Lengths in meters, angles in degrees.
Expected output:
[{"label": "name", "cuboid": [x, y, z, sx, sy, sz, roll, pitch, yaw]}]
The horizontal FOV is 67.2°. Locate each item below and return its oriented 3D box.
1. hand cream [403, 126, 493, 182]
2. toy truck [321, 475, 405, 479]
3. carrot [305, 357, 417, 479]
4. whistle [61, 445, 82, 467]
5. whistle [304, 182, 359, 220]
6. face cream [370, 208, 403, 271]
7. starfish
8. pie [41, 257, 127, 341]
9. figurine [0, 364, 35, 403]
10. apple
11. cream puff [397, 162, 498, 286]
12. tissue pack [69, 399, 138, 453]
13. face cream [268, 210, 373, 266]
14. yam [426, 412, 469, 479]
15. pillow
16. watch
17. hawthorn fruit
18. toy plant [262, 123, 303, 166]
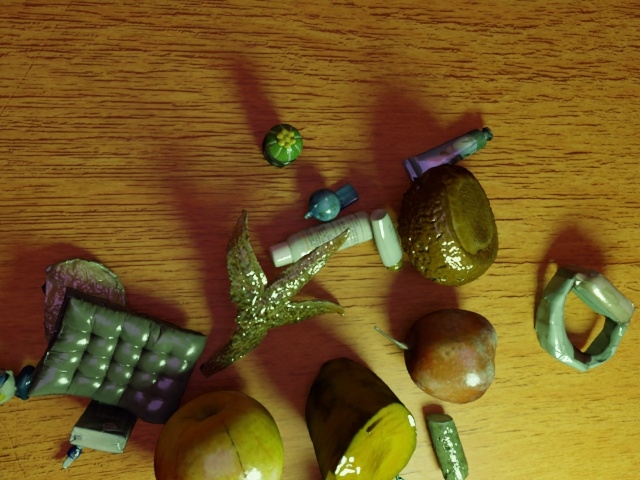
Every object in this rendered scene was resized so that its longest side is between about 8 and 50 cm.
[{"label": "hand cream", "cuboid": [0.353, -0.234, 1.314, 0.255, 0.055, 0.088, -28, 90, -4]}, {"label": "toy truck", "cuboid": [0.063, 0.703, 1.177, 0.363, 0.176, 0.178, -45, 109, -10]}, {"label": "carrot", "cuboid": [0.094, 0.445, 1.123, 0.241, 0.340, 0.242, -3, 104, -13]}, {"label": "whistle", "cuboid": [-0.569, 0.491, 1.123, 0.033, 0.029, 0.083, 41, 74, -24]}, {"label": "whistle", "cuboid": [0.026, -0.100, 1.219, 0.157, 0.090, 0.090, -33, 95, -10]}, {"label": "face cream", "cuboid": [0.169, 0.002, 1.223, 0.072, 0.051, 0.182, -55, 137, -32]}, {"label": "starfish", "cuboid": [-0.116, 0.129, 1.126, 0.383, 0.132, 0.399, -15, 117, -19]}, {"label": "pie", "cuboid": [-0.548, 0.149, 1.120, 0.184, 0.052, 0.219, 1, 88, -11]}, {"label": "figurine", "cuboid": [-0.780, 0.380, 1.039, 0.338, 0.204, 0.284, -39, 89, -22]}, {"label": "apple", "cuboid": [-0.223, 0.470, 1.065, 0.285, 0.286, 0.233, -20, 103, -11]}, {"label": "cream puff", "cuboid": [0.307, -0.031, 1.212, 0.302, 0.212, 0.304, 19, 62, -41]}, {"label": "tissue pack", "cuboid": [-0.476, 0.408, 1.077, 0.112, 0.156, 0.051, 16, 94, -11]}, {"label": "face cream", "cuboid": [0.000, 0.000, 1.218, 0.268, 0.082, 0.082, -18, 92, -10]}, {"label": "yam", "cuboid": [0.339, 0.548, 1.281, 0.077, 0.078, 0.180, -16, 89, -11]}, {"label": "pillow", "cuboid": [-0.449, 0.267, 1.080, 0.326, 0.101, 0.228, 24, 89, -21]}, {"label": "watch", "cuboid": [0.712, 0.223, 1.337, 0.253, 0.162, 0.241, 42, 94, -5]}, {"label": "hawthorn fruit", "cuboid": [0.320, 0.293, 1.216, 0.262, 0.231, 0.235, -16, 83, 26]}, {"label": "toy plant", "cuboid": [-0.093, -0.229, 1.162, 0.092, 0.162, 0.093, 0, 90, -12]}]
